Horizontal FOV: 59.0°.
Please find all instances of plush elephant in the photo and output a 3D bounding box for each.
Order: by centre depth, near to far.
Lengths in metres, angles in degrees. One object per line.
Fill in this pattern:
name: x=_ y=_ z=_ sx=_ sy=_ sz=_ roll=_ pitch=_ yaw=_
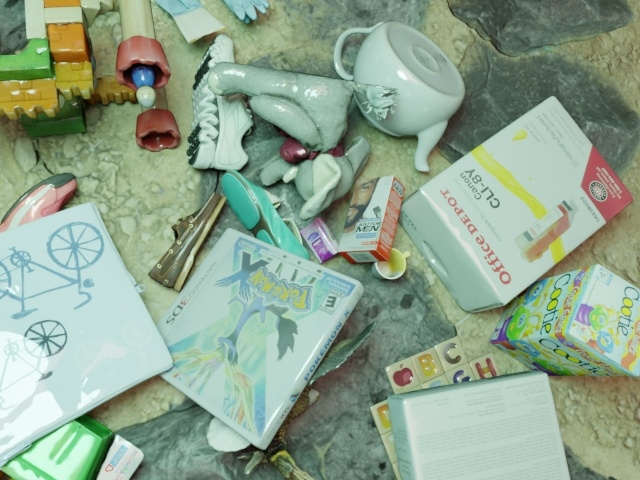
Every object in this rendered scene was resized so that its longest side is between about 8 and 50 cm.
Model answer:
plush elephant: x=-0.021 y=-0.184 z=1.081 sx=0.330 sy=0.272 sz=0.255 roll=15 pitch=108 yaw=20

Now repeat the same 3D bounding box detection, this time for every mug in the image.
mug: x=0.139 y=0.052 z=1.139 sx=0.078 sy=0.064 sz=0.062 roll=4 pitch=76 yaw=-11

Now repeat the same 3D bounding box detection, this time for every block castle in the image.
block castle: x=-0.481 y=-0.248 z=0.967 sx=0.453 sy=0.303 sz=0.213 roll=-8 pitch=72 yaw=-13

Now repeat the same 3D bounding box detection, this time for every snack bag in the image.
snack bag: x=-0.441 y=0.131 z=0.908 sx=0.323 sy=0.037 sz=0.342 roll=-27 pitch=81 yaw=-32

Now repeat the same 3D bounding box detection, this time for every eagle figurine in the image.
eagle figurine: x=-0.050 y=0.250 z=0.996 sx=0.226 sy=0.225 sz=0.298 roll=16 pitch=87 yaw=1

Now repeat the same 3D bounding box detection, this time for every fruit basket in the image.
fruit basket: x=-0.515 y=0.406 z=0.892 sx=0.327 sy=0.165 sz=0.353 roll=33 pitch=80 yaw=-2

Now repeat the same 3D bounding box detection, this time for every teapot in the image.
teapot: x=0.155 y=-0.312 z=1.174 sx=0.252 sy=0.187 sz=0.256 roll=23 pitch=46 yaw=-24

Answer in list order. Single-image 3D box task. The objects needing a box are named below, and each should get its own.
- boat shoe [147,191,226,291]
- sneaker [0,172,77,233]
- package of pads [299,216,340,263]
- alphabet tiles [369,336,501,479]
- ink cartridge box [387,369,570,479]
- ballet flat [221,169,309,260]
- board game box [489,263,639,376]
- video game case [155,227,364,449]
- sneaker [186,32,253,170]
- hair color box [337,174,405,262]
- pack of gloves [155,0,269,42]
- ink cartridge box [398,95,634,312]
boat shoe: x=-0.251 y=-0.008 z=1.072 sx=0.073 sy=0.073 sz=0.207 roll=28 pitch=73 yaw=-6
sneaker: x=-0.522 y=0.021 z=1.012 sx=0.136 sy=0.116 sz=0.314 roll=40 pitch=71 yaw=-21
package of pads: x=0.000 y=0.000 z=1.131 sx=0.083 sy=0.050 sz=0.032 roll=57 pitch=35 yaw=5
alphabet tiles: x=0.264 y=0.381 z=1.116 sx=0.285 sy=0.011 sz=0.343 roll=-19 pitch=81 yaw=-14
ink cartridge box: x=0.310 y=0.460 z=1.058 sx=0.308 sy=0.091 sz=0.385 roll=-6 pitch=81 yaw=-15
ballet flat: x=-0.102 y=-0.037 z=1.115 sx=0.087 sy=0.083 sz=0.247 roll=-28 pitch=83 yaw=-40
board game box: x=0.468 y=0.161 z=1.069 sx=0.142 sy=0.275 sz=0.144 roll=32 pitch=73 yaw=-3
video game case: x=-0.132 y=0.144 z=0.976 sx=0.329 sy=0.036 sz=0.300 roll=21 pitch=69 yaw=36
sneaker: x=-0.195 y=-0.273 z=1.140 sx=0.118 sy=0.110 sz=0.292 roll=10 pitch=74 yaw=-27
hair color box: x=0.102 y=-0.042 z=1.124 sx=0.053 sy=0.093 sz=0.167 roll=41 pitch=56 yaw=-41
pack of gloves: x=-0.228 y=-0.490 z=1.185 sx=0.195 sy=0.046 sz=0.232 roll=-28 pitch=57 yaw=-14
ink cartridge box: x=0.393 y=-0.071 z=1.167 sx=0.384 sy=0.160 sz=0.279 roll=-34 pitch=86 yaw=-16
